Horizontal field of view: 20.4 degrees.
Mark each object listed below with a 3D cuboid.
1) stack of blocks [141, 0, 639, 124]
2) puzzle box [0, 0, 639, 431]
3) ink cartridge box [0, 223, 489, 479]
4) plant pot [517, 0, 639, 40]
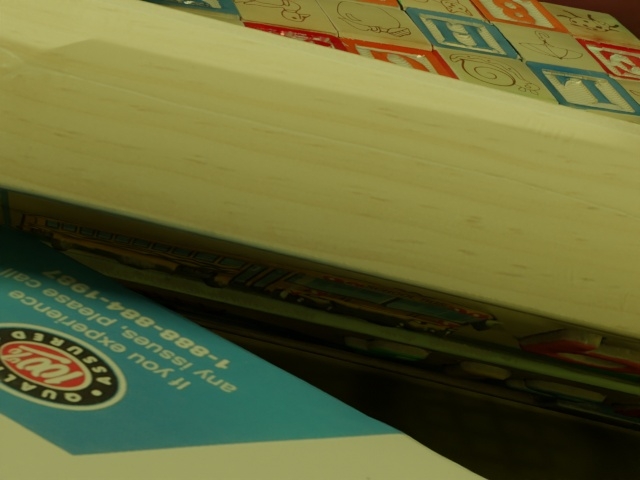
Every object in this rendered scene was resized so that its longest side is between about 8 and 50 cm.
[{"bbox_3d":[0.016,-0.045,0.742,0.297,0.087,0.171,7,28,-21],"label":"stack of blocks"},{"bbox_3d":[0.000,0.000,0.525,0.409,0.052,0.272,13,-9,-7],"label":"puzzle box"},{"bbox_3d":[-0.073,0.133,0.283,0.223,0.129,0.307,27,27,19],"label":"ink cartridge box"},{"bbox_3d":[0.121,-0.151,0.921,0.180,0.201,0.201,-15,38,-25],"label":"plant pot"}]
